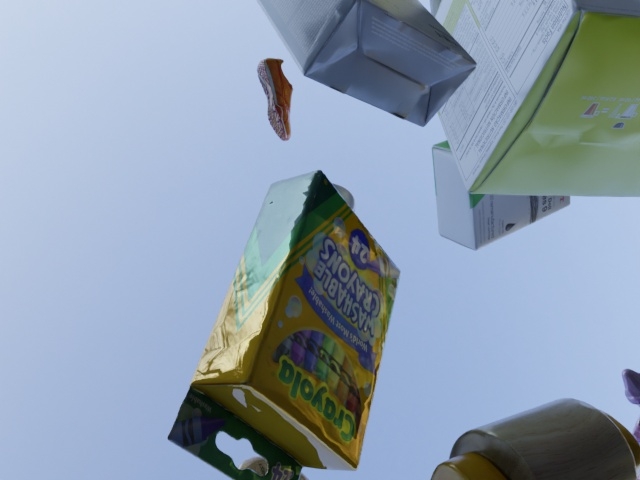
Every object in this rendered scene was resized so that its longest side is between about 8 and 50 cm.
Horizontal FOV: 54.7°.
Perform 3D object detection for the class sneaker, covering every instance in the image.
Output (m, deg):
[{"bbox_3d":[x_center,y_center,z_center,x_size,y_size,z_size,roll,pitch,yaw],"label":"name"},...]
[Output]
[{"bbox_3d":[-0.081,-0.298,1.300,0.067,0.064,0.175,-15,-80,-28],"label":"sneaker"}]

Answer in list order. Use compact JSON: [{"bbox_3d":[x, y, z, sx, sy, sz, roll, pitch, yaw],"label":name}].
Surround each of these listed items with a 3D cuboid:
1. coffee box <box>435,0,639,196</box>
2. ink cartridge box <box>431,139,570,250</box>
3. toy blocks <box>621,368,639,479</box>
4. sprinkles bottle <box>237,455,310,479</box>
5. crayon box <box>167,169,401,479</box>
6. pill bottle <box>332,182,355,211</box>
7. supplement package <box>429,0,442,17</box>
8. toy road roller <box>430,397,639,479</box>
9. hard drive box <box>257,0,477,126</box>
[{"bbox_3d":[0.394,-0.297,0.962,0.337,0.338,0.334,0,-126,-15],"label":"coffee box"},{"bbox_3d":[0.390,-0.135,1.316,0.289,0.121,0.211,-23,-62,-24],"label":"ink cartridge box"},{"bbox_3d":[0.555,0.317,1.019,0.260,0.309,0.288,47,-115,-8],"label":"toy blocks"},{"bbox_3d":[-0.124,0.466,0.827,0.121,0.355,0.121,24,-167,-6],"label":"sprinkles bottle"},{"bbox_3d":[-0.015,0.109,0.689,0.203,0.083,0.323,49,-135,-36],"label":"crayon box"},{"bbox_3d":[0.000,0.000,1.231,0.117,0.215,0.117,5,-144,-4],"label":"pill bottle"},{"bbox_3d":[0.416,-0.541,1.554,0.198,0.199,0.263,-26,-65,-38],"label":"supplement package"},{"bbox_3d":[0.219,0.340,0.569,0.202,0.330,0.240,-7,-151,-31],"label":"toy road roller"},{"bbox_3d":[0.029,-0.246,0.654,0.181,0.089,0.232,12,-140,-42],"label":"hard drive box"}]
